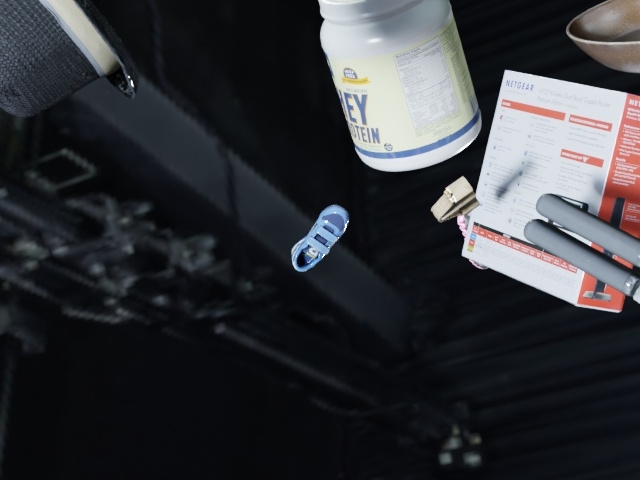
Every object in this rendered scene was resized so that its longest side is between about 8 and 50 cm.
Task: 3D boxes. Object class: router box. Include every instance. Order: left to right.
[{"bbox_3d":[0.351,-0.081,2.214,0.082,0.335,0.301,9,-82,-25],"label":"router box"}]

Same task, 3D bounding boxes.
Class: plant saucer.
[{"bbox_3d":[0.420,-0.237,1.611,0.310,0.310,0.050,-48,-54,-59],"label":"plant saucer"}]

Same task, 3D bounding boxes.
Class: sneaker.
[{"bbox_3d":[0.000,0.000,2.623,0.053,0.144,0.059,34,-153,-9],"label":"sneaker"},{"bbox_3d":[0.283,-0.003,2.647,0.047,0.057,0.119,-47,-57,-45],"label":"sneaker"}]

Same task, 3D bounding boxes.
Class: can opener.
[{"bbox_3d":[0.371,0.029,1.831,0.093,0.280,0.074,0,-61,-59],"label":"can opener"}]

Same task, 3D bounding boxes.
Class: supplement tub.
[{"bbox_3d":[0.136,-0.311,2.664,0.235,0.235,0.325,-62,-41,-54],"label":"supplement tub"}]

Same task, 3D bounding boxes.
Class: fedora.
[{"bbox_3d":[-0.348,-0.249,1.634,0.334,0.152,0.334,47,174,7],"label":"fedora"}]

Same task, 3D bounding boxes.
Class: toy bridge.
[{"bbox_3d":[0.183,-0.052,2.079,0.026,0.063,0.188,55,-175,9],"label":"toy bridge"}]
